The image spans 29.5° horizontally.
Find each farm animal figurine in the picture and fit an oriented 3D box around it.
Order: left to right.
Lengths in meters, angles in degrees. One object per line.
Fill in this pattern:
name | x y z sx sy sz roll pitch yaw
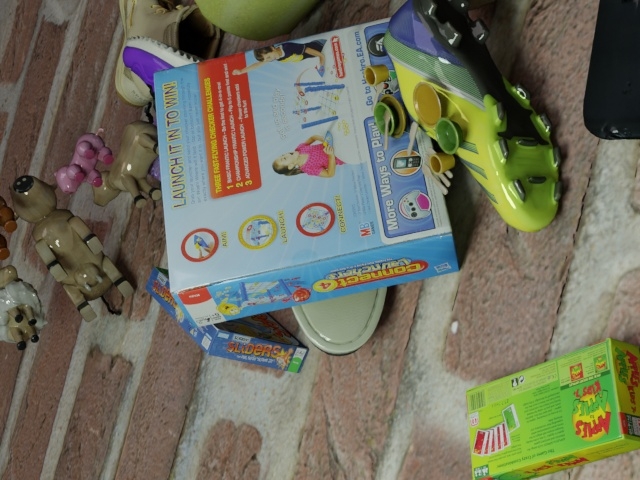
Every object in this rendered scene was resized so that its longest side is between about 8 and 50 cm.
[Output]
farm animal figurine | -0.377 -0.032 1.841 0.172 0.330 0.327 43 148 48

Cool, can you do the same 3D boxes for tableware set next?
tableware set | 0.091 -0.124 1.247 0.154 0.024 0.104 54 149 32

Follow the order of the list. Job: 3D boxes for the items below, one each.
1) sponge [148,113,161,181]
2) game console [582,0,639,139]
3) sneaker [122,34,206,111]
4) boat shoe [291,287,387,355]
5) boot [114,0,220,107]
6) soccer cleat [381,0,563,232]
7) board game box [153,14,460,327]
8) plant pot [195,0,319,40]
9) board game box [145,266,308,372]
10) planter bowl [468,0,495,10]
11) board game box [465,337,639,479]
sponge | -0.205 -0.136 1.831 0.210 0.031 0.117 28 99 55
game console | 0.397 -0.255 1.036 0.386 0.060 0.342 5 80 55
sneaker | -0.194 -0.187 1.714 0.293 0.102 0.146 28 99 36
boat shoe | -0.004 0.000 1.439 0.113 0.127 0.340 101 156 -56
boot | -0.237 -0.352 1.908 0.203 0.095 0.262 -10 70 52
soccer cleat | 0.153 -0.124 1.255 0.121 0.093 0.289 -46 62 45
board game box | -0.023 -0.082 1.362 0.302 0.086 0.308 -12 58 6
plant pot | -0.055 -0.403 1.571 0.254 0.276 0.276 -51 39 46
board game box | -0.120 0.098 1.528 0.201 0.136 0.035 36 106 53
planter bowl | 0.161 -0.312 1.319 0.162 0.162 0.109 -21 87 48
board game box | 0.215 0.162 1.123 0.181 0.043 0.092 -29 54 45
